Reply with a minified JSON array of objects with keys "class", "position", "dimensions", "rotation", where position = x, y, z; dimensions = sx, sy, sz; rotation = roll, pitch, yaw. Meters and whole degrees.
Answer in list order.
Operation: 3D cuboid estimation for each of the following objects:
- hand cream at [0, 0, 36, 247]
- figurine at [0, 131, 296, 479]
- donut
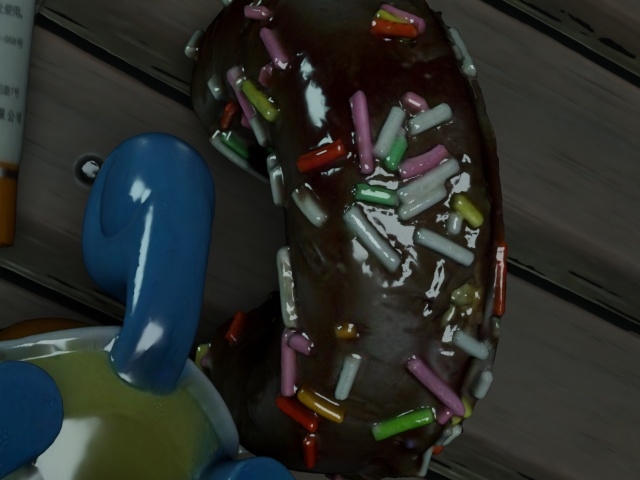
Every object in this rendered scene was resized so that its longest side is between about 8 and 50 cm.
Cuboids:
[{"class":"hand cream","position":[-0.247,-0.152,0.935],"dimensions":[0.139,0.089,0.314],"rotation":[4,88,-12]},{"class":"figurine","position":[-0.170,0.142,0.843],"dimensions":[0.298,0.243,0.416],"rotation":[21,107,-34]},{"class":"donut","position":[0.009,-0.003,0.903],"dimensions":[0.136,0.259,0.345],"rotation":[-4,96,-22]}]
